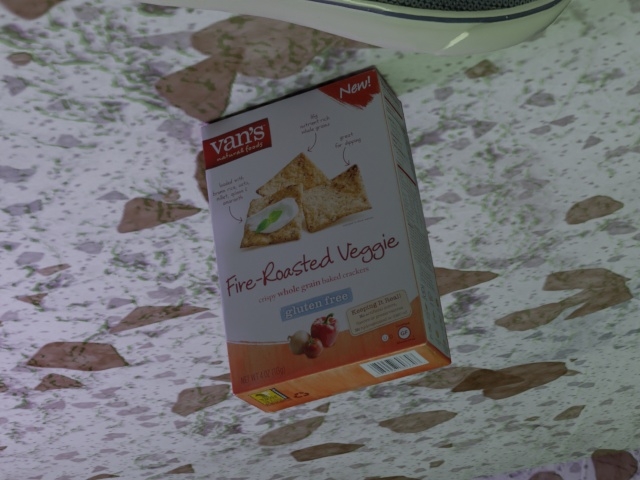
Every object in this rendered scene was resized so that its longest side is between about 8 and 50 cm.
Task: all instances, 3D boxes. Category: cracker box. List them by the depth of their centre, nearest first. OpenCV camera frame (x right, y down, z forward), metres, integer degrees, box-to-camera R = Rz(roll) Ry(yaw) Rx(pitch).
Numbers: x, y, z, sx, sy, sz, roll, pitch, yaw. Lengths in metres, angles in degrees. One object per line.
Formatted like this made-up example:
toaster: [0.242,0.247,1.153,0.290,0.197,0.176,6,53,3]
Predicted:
cracker box: [0.000,0.000,1.068,0.156,0.232,0.067,-17,154,17]

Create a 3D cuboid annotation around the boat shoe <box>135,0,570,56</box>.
boat shoe: [0.028,-0.202,0.761,0.340,0.127,0.158,-1,146,-28]
